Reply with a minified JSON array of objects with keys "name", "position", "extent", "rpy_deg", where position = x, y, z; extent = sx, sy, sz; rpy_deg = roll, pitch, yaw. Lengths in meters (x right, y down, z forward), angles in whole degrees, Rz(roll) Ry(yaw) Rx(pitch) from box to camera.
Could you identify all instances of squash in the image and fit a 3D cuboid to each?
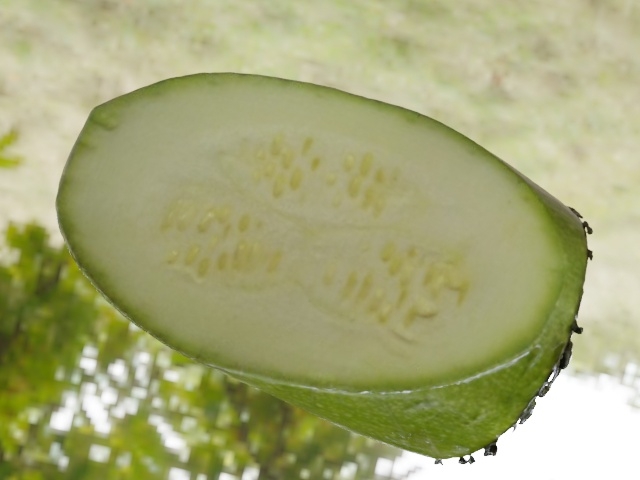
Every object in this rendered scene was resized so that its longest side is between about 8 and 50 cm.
[{"name":"squash","position":[0.000,0.000,1.072],"extent":[0.260,0.189,0.189],"rpy_deg":[30,-175,-22]}]
